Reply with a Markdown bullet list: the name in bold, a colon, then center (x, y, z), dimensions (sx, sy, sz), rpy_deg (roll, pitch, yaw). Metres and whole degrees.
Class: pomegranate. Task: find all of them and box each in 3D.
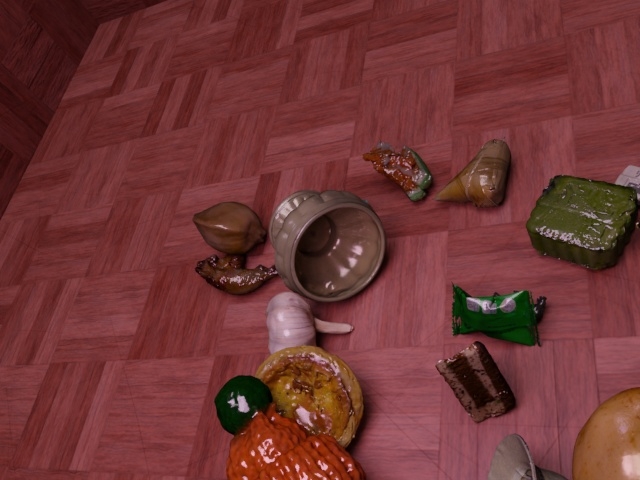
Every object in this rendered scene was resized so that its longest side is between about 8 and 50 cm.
- **pomegranate**: center (0.560, 0.393, 1.051), dimensions (0.307, 0.307, 0.307), rpy_deg (-15, 51, 20)

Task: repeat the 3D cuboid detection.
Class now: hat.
- **hat**: center (0.404, 0.500, 1.153), dimensions (0.130, 0.257, 0.257), rpy_deg (11, 58, -2)
- **hat**: center (-0.116, 0.483, 1.324), dimensions (0.400, 0.285, 0.285), rpy_deg (38, 80, 20)

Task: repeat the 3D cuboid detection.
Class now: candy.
- **candy**: center (0.390, 0.175, 1.419), dimensions (0.203, 0.141, 0.078), rpy_deg (3, 41, 34)

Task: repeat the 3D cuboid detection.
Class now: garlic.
- **garlic**: center (-0.027, 0.228, 1.606), dimensions (0.226, 0.199, 0.199), rpy_deg (-2, 52, -3)

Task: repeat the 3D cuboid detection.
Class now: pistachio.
- **pistachio**: center (-0.299, -0.046, 1.930), dimensions (0.260, 0.213, 0.163), rpy_deg (12, 83, 44)

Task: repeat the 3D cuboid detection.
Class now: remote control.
- **remote control**: center (0.801, -0.103, 1.439), dimensions (0.230, 0.049, 0.090), rpy_deg (30, 76, 40)

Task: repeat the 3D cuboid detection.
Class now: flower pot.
- **flower pot**: center (0.000, 0.000, 1.683), dimensions (0.307, 0.307, 0.244), rpy_deg (-43, 32, -5)

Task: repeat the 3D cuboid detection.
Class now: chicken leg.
- **chicken leg**: center (-0.244, 0.093, 1.882), dimensions (0.322, 0.083, 0.177), rpy_deg (14, 47, 39)

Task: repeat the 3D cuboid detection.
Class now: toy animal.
- **toy animal**: center (0.453, 0.151, 1.455), dimensions (0.135, 0.047, 0.065), rpy_deg (13, 72, 30)

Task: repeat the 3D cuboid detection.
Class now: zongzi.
- **zongzi**: center (0.412, -0.180, 1.694), dimensions (0.197, 0.099, 0.194), rpy_deg (1, 58, 39)

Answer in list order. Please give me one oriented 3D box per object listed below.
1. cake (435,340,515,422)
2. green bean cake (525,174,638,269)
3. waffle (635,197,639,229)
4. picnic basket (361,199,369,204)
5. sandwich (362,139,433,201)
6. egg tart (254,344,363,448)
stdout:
- **cake**: center (0.329, 0.300, 1.295), dimensions (0.112, 0.246, 0.135), rpy_deg (-31, 66, 6)
- **green bean cake**: center (0.615, -0.047, 1.463), dimensions (0.214, 0.113, 0.200), rpy_deg (21, 67, 38)
- **waffle**: center (0.884, -0.082, 1.302), dimensions (0.379, 0.095, 0.382), rpy_deg (30, 78, 23)
- **picnic basket**: center (0.100, -0.091, 1.829), dimensions (0.083, 0.065, 0.083), rpy_deg (-20, 56, -13)
- **sandwich**: center (0.227, -0.209, 1.777), dimensions (0.109, 0.160, 0.185), rpy_deg (-49, 37, 15)
- **egg tart**: center (-0.030, 0.387, 1.484), dimensions (0.290, 0.115, 0.290), rpy_deg (-1, 87, 21)
